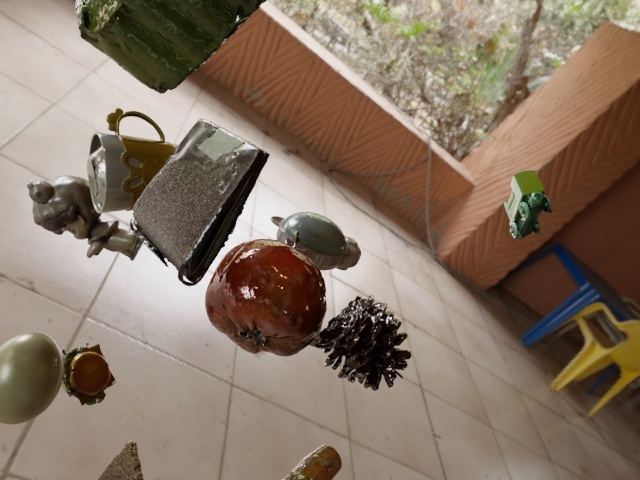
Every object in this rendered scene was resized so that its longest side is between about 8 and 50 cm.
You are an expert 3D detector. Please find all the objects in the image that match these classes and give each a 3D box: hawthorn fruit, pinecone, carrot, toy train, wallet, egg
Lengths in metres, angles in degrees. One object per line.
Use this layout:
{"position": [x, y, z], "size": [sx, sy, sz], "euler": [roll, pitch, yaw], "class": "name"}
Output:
{"position": [-0.093, 0.087, 1.030], "size": [0.241, 0.242, 0.272], "euler": [34, 48, -18], "class": "hawthorn fruit"}
{"position": [0.092, 0.201, 0.961], "size": [0.165, 0.163, 0.163], "euler": [45, 22, -9], "class": "pinecone"}
{"position": [-0.050, 0.724, 1.497], "size": [0.139, 0.139, 0.302], "euler": [48, 30, 14], "class": "carrot"}
{"position": [0.335, -0.054, 0.844], "size": [0.122, 0.050, 0.081], "euler": [77, 0, -61], "class": "toy train"}
{"position": [-0.223, -0.080, 0.916], "size": [0.221, 0.262, 0.071], "euler": [34, 2, 43], "class": "wallet"}
{"position": [-0.762, 0.350, 1.319], "size": [0.185, 0.242, 0.186], "euler": [21, 8, -3], "class": "egg"}

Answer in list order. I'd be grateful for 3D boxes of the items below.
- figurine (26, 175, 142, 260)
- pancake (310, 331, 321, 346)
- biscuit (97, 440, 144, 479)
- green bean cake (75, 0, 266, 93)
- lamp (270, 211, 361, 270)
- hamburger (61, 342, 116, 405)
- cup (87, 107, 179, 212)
{"position": [-0.750, -0.071, 1.662], "size": [0.380, 0.203, 0.248], "euler": [35, -8, -13], "class": "figurine"}
{"position": [-0.010, 0.290, 1.519], "size": [0.199, 0.199, 0.021], "euler": [26, 64, -33], "class": "pancake"}
{"position": [-0.455, 0.559, 1.153], "size": [0.025, 0.231, 0.131], "euler": [10, 39, -43], "class": "biscuit"}
{"position": [-0.144, -0.279, 0.508], "size": [0.113, 0.214, 0.200], "euler": [29, 31, -47], "class": "green bean cake"}
{"position": [0.002, -0.002, 1.272], "size": [0.246, 0.108, 0.179], "euler": [15, 28, -34], "class": "lamp"}
{"position": [-0.726, 0.416, 1.582], "size": [0.164, 0.093, 0.190], "euler": [-9, 78, -61], "class": "hamburger"}
{"position": [-0.426, -0.185, 1.219], "size": [0.226, 0.241, 0.185], "euler": [-2, 9, -34], "class": "cup"}
